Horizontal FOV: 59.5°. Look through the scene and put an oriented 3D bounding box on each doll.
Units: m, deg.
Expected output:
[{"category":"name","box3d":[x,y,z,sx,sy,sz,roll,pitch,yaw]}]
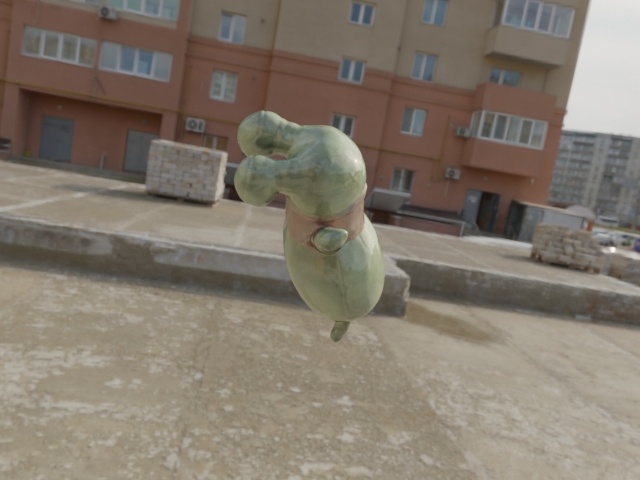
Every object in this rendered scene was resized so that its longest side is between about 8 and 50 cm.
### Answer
[{"category":"doll","box3d":[0.011,-0.006,0.570,0.113,0.275,0.155,-17,39,10]}]
